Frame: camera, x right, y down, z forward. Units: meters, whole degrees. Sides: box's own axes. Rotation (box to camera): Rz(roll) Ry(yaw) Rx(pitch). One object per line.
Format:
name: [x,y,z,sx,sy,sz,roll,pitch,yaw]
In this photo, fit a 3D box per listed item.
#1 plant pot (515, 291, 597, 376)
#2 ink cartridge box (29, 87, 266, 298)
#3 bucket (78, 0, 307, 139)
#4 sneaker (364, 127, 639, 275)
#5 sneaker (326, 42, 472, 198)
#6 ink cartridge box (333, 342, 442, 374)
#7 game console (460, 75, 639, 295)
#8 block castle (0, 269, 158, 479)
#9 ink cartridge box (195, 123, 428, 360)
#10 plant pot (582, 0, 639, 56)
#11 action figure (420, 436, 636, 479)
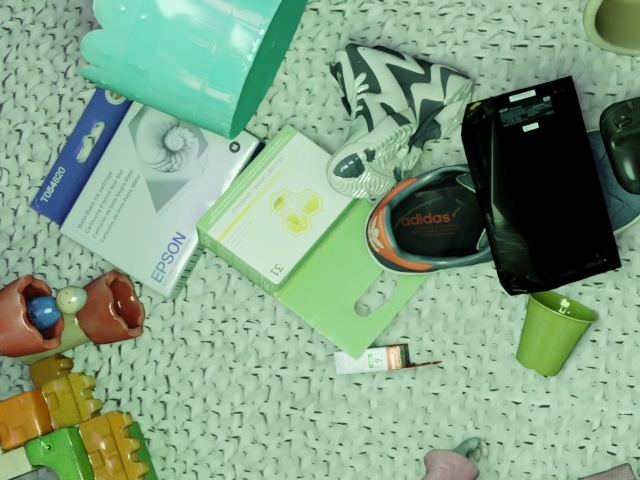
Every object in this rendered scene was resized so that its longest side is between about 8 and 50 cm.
plant pot: [0.256,0.107,1.889,0.083,0.083,0.079,24,104,13]
ink cartridge box: [-0.214,-0.079,2.016,0.224,0.045,0.223,30,93,13]
bucket: [-0.130,-0.258,1.896,0.183,0.281,0.281,25,93,3]
sneaker: [0.219,-0.040,1.848,0.350,0.148,0.131,-19,84,2]
sneaker: [0.047,-0.146,1.898,0.153,0.094,0.235,31,55,25]
ink cartridge box: [0.077,0.134,1.931,0.115,0.063,0.029,-7,88,12]
game console: [0.331,-0.083,1.814,0.361,0.044,0.213,-16,93,-19]
block castle: [-0.244,0.261,1.882,0.213,0.303,0.453,-22,82,18]
ink cartridge box: [0.000,0.000,1.929,0.235,0.056,0.171,36,70,14]
plant pot: [0.397,-0.405,1.776,0.334,0.334,0.305,-18,72,12]
action figure: [0.181,0.351,1.805,0.370,0.276,0.248,-1,93,-1]
